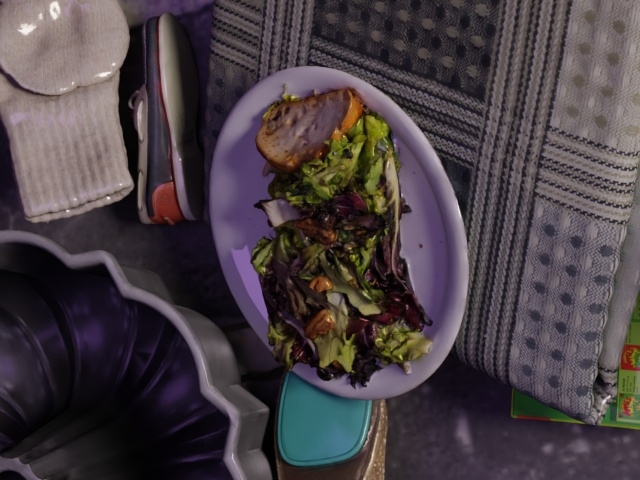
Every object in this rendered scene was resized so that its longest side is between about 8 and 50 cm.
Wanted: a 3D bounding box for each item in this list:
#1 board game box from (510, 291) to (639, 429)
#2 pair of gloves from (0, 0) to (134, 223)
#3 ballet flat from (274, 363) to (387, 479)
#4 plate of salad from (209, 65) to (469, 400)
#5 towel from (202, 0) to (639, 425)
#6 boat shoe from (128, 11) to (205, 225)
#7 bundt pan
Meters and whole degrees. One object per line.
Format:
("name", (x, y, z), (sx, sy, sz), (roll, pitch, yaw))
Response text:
("board game box", (0.164, 0.015, 0.992), (0.092, 0.043, 0.181), (3, 92, 24))
("pair of gloves", (-0.240, -0.102, 1.098), (0.240, 0.042, 0.204), (-7, 65, 2))
("ballet flat", (0.010, 0.147, 1.042), (0.073, 0.067, 0.206), (-3, 67, 22))
("plate of salad", (0.000, 0.000, 0.983), (0.200, 0.048, 0.199), (16, 116, 38))
("towel", (0.063, -0.098, 0.961), (0.312, 0.056, 0.324), (27, 123, 34))
("boat shoe", (-0.103, -0.077, 1.104), (0.043, 0.049, 0.137), (-5, 94, 25))
("bundt pan", (-0.166, 0.155, 1.093), (0.331, 0.124, 0.330), (1, 92, 24))
